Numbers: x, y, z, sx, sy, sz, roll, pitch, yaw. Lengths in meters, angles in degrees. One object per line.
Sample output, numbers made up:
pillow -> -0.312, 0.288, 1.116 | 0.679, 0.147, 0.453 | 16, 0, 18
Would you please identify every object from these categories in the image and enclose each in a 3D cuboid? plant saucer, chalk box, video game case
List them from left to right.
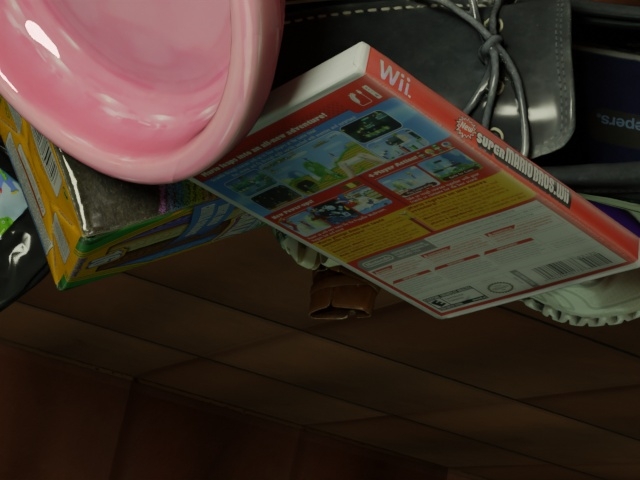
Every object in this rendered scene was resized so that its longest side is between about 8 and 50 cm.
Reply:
plant saucer -> -0.143, -0.198, 0.715 | 0.332, 0.084, 0.332 | 26, 135, 28
chalk box -> -0.108, -0.097, 0.970 | 0.289, 0.180, 0.179 | -17, 171, -25
video game case -> 0.064, -0.026, 0.805 | 0.285, 0.025, 0.204 | 29, 148, -32

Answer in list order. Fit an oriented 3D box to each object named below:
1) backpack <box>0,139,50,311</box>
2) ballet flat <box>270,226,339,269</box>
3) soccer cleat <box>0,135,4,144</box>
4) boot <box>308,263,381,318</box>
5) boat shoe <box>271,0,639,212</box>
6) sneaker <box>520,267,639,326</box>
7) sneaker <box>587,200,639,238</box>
backpack -> -0.442, -0.066, 1.057 | 0.355, 0.273, 0.290 | 54, 161, -16
ballet flat -> 0.000, 0.000, 1.251 | 0.070, 0.070, 0.188 | 23, 159, -30
soccer cleat -> -0.333, -0.167, 1.095 | 0.143, 0.116, 0.331 | 17, 161, -11
boot -> 0.006, 0.025, 1.387 | 0.073, 0.152, 0.197 | 26, 157, -36
boat shoe -> 0.139, -0.114, 0.853 | 0.500, 0.187, 0.156 | 6, 161, -3
sneaker -> 0.264, 0.025, 1.316 | 0.292, 0.110, 0.118 | 7, 152, 13
sneaker -> 0.181, -0.034, 1.045 | 0.293, 0.146, 0.102 | 32, -171, -24
